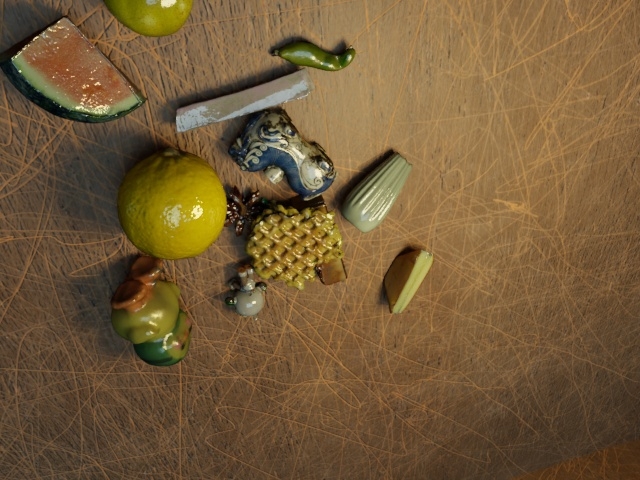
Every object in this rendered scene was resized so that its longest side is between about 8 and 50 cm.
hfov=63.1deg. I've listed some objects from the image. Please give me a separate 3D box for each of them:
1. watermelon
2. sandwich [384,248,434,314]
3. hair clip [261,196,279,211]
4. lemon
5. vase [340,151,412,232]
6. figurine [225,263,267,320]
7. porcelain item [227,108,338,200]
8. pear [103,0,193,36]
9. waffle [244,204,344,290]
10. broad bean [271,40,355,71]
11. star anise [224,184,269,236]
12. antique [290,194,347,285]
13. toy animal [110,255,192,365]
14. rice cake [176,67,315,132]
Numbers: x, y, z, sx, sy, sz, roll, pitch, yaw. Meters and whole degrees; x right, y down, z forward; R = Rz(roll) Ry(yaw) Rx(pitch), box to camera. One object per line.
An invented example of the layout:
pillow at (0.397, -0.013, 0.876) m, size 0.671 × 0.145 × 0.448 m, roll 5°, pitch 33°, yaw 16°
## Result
watermelon at (-0.543, -0.370, 1.162) m, size 0.319 × 0.148 × 0.226 m, roll 11°, pitch 110°, yaw -26°
sandwich at (0.292, 0.127, 1.771) m, size 0.094 × 0.096 × 0.257 m, roll 12°, pitch 116°, yaw -31°
hair clip at (-0.119, -0.063, 1.553) m, size 0.049 × 0.049 × 0.172 m, roll -29°, pitch 124°, yaw 2°
lemon at (-0.370, -0.087, 1.314) m, size 0.294 × 0.293 × 0.292 m, roll -8°, pitch 124°, yaw -13°
vase at (0.171, -0.145, 1.542) m, size 0.128 × 0.128 × 0.248 m, roll 34°, pitch 99°, yaw -32°
figurine at (-0.231, 0.160, 1.631) m, size 0.147 × 0.094 × 0.196 m, roll -23°, pitch 121°, yaw -30°
porcelain item at (-0.095, -0.214, 1.403) m, size 0.186 × 0.138 × 0.288 m, roll -42°, pitch 123°, yaw 16°
pear at (-0.363, -0.524, 1.086) m, size 0.199 × 0.198 × 0.198 m, roll -8°, pitch 124°, yaw -13°
waffle at (-0.073, 0.019, 1.516) m, size 0.282 × 0.058 × 0.300 m, roll 16°, pitch 127°, yaw -11°
broad bean at (-0.017, -0.465, 1.315) m, size 0.214 × 0.048 × 0.070 m, roll -3°, pitch 132°, yaw -13°
star anise at (-0.226, -0.083, 1.491) m, size 0.168 × 0.057 × 0.167 m, roll -6°, pitch 128°, yaw -7°
antique at (0.000, 0.000, 1.599) m, size 0.094 × 0.087 × 0.309 m, roll -20°, pitch 126°, yaw -2°
toy animal at (-0.502, 0.227, 1.530) m, size 0.191 × 0.216 × 0.338 m, roll -2°, pitch 131°, yaw 16°
rice cake at (-0.193, -0.350, 1.322) m, size 0.365 × 0.056 × 0.072 m, roll -19°, pitch 107°, yaw -3°
